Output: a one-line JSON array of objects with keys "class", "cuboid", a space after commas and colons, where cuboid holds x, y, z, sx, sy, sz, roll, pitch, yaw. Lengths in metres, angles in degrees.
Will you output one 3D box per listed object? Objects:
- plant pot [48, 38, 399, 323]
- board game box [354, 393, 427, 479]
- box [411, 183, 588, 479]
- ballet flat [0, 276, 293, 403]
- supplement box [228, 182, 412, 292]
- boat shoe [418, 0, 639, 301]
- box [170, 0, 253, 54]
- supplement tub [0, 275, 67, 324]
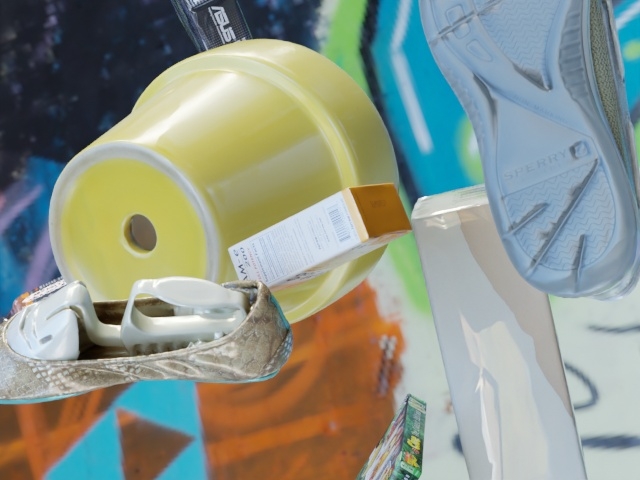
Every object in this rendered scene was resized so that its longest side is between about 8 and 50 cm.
[{"class": "plant pot", "cuboid": [-0.093, -0.030, 1.135, 0.239, 0.254, 0.254, -30, -79, -59]}, {"class": "board game box", "cuboid": [0.062, 0.247, 1.361, 0.030, 0.136, 0.260, 28, -172, 1]}, {"class": "box", "cuboid": [0.189, 0.102, 1.413, 0.148, 0.121, 0.311, -60, -43, -77]}, {"class": "ballet flat", "cuboid": [-0.121, 0.051, 0.794, 0.073, 0.206, 0.067, -101, 6, -52]}, {"class": "supplement box", "cuboid": [0.000, 0.000, 0.843, 0.062, 0.098, 0.036, -10, -103, -59]}, {"class": "boat shoe", "cuboid": [0.150, -0.114, 0.906, 0.103, 0.118, 0.321, 17, -124, -64]}, {"class": "box", "cuboid": [-0.152, -0.305, 1.714, 0.270, 0.060, 0.216, 60, 176, 41]}, {"class": "supplement tub", "cuboid": [-0.364, 0.105, 1.898, 0.106, 0.197, 0.106, 61, 168, 22]}]
